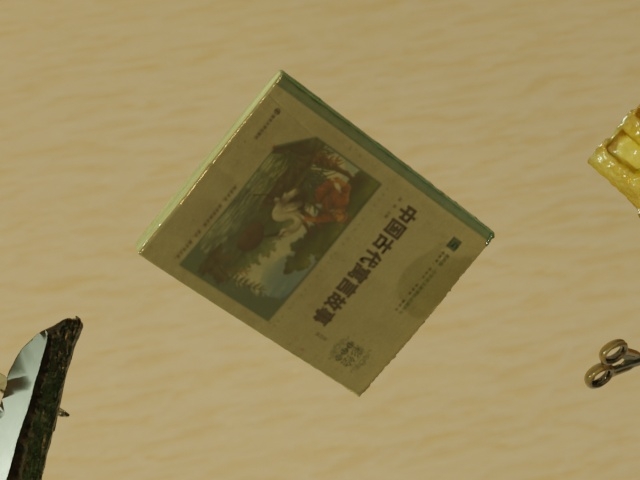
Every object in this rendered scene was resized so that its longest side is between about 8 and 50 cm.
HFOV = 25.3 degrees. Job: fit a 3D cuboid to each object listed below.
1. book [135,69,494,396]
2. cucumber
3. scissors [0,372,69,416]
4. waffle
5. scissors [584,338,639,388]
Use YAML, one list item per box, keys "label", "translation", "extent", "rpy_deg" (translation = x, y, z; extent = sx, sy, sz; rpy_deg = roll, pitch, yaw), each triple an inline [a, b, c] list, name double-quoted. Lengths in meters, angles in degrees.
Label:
- label: "book"
  translation: [0.000, 0.000, 1.304]
  extent: [0.215, 0.283, 0.025]
  rpy_deg: [-51, 30, 11]
- label: "cucumber"
  translation: [-0.325, 0.182, 1.569]
  extent: [0.046, 0.070, 0.220]
  rpy_deg: [30, -107, -61]
- label: "scissors"
  translation: [-0.446, 0.160, 1.789]
  extent: [0.109, 0.300, 0.022]
  rpy_deg: [-56, 21, 10]
- label: "waffle"
  translation: [0.484, -0.142, 1.800]
  extent: [0.168, 0.274, 0.057]
  rpy_deg: [44, -159, 16]
- label: "scissors"
  translation: [0.467, 0.169, 2.037]
  extent: [0.017, 0.220, 0.088]
  rpy_deg: [51, 130, 40]
